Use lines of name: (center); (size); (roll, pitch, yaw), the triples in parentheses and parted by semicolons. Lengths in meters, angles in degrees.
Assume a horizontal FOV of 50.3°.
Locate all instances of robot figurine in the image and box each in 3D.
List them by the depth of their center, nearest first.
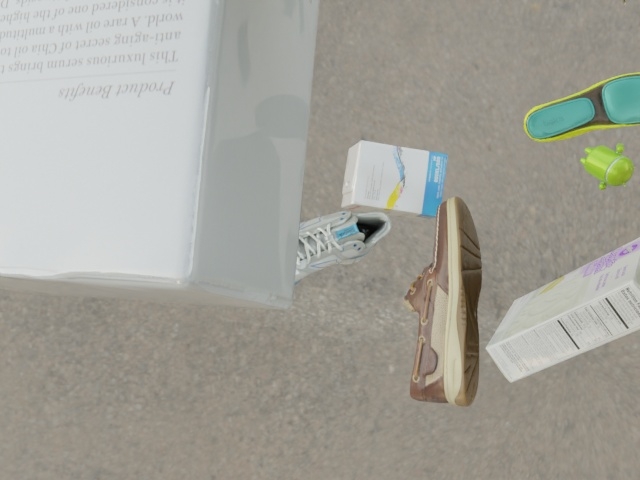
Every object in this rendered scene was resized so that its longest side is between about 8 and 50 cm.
robot figurine: (0.608, -0.157, 1.440); (0.115, 0.067, 0.101); (45, 128, 46)

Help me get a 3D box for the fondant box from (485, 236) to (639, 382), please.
fondant box: (0.521, 0.138, 1.379); (0.330, 0.238, 0.096); (-34, 91, 37)

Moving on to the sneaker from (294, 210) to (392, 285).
sneaker: (0.000, 0.000, 0.734); (0.083, 0.191, 0.071); (-29, 84, 52)

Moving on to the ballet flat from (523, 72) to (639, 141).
ballet flat: (0.428, -0.203, 1.037); (0.231, 0.077, 0.077); (-11, 95, 28)

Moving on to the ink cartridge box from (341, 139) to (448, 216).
ink cartridge box: (0.187, -0.153, 1.784); (0.233, 0.171, 0.168); (8, 88, -8)

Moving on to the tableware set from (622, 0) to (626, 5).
tableware set: (0.465, -0.435, 1.000); (0.020, 0.141, 0.168); (12, 101, 23)

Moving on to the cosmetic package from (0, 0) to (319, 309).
cosmetic package: (-0.129, -0.186, 0.497); (0.230, 0.161, 0.453); (2, 80, 20)

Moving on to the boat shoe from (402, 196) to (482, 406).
boat shoe: (0.191, 0.096, 1.121); (0.123, 0.123, 0.341); (-4, 77, 28)
